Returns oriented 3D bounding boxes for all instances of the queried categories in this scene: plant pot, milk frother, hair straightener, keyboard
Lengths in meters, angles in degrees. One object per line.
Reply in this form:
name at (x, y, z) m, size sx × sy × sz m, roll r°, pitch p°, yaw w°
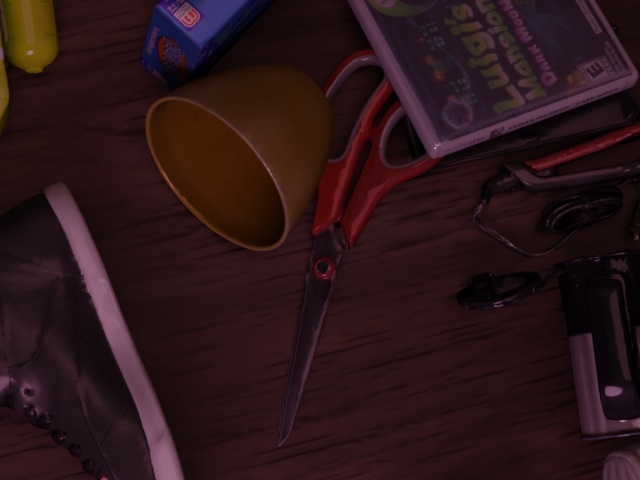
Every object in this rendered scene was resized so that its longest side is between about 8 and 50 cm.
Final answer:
plant pot at (-0.045, -0.074, 1.182) m, size 0.134 × 0.134 × 0.095 m, roll 46°, pitch 61°, yaw -1°
milk frother at (0.187, 0.081, 1.217) m, size 0.143 × 0.129 × 0.135 m, roll -12°, pitch 81°, yaw 32°
hair straightener at (0.225, -0.041, 1.255) m, size 0.230 × 0.047 × 0.089 m, roll -17°, pitch 85°, yaw -11°
keyboard at (0.147, -0.120, 1.256) m, size 0.180 × 0.023 × 0.108 m, roll -13°, pitch 79°, yaw -6°

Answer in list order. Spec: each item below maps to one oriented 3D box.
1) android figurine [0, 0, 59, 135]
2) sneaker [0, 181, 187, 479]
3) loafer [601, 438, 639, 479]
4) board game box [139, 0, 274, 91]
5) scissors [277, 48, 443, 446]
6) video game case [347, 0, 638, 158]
android figurine at (-0.313, -0.153, 1.176) m, size 0.248 × 0.056 × 0.273 m, roll -9°, pitch 83°, yaw -11°
sneaker at (-0.188, 0.118, 1.140) m, size 0.147 × 0.104 × 0.296 m, roll -23°, pitch 80°, yaw -10°
loafer at (0.309, 0.279, 1.198) m, size 0.111 × 0.112 × 0.319 m, roll -29°, pitch 95°, yaw -17°
board game box at (-0.039, -0.205, 1.177) m, size 0.047 × 0.160 × 0.210 m, roll 42°, pitch 78°, yaw -2°
scissors at (0.000, 0.000, 1.226) m, size 0.109 × 0.021 × 0.297 m, roll 28°, pitch 88°, yaw 11°
video game case at (0.120, -0.169, 1.237) m, size 0.173 × 0.022 × 0.190 m, roll -20°, pitch 68°, yaw -14°
